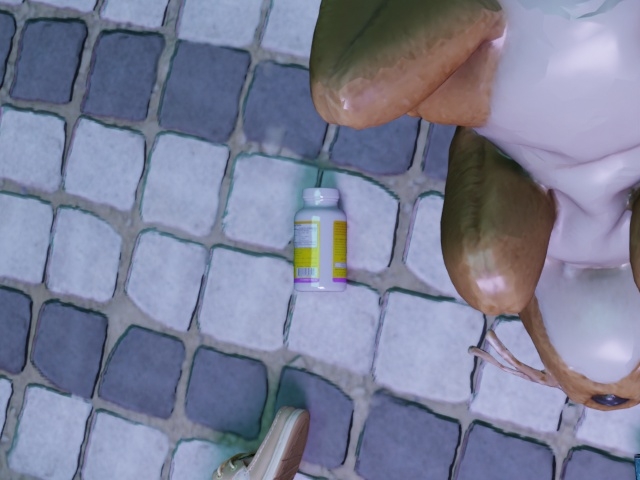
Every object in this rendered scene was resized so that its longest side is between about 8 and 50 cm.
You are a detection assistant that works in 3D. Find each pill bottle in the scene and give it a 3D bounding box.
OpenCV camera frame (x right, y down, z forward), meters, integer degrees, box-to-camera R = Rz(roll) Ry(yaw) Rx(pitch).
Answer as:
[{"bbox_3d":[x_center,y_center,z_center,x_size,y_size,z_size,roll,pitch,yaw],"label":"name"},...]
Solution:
[{"bbox_3d":[0.000,0.000,1.072,0.043,0.043,0.083,0,87,24],"label":"pill bottle"}]

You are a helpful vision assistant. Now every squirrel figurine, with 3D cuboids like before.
[{"bbox_3d":[0.177,-0.095,0.865,0.281,0.370,0.397,-11,48,12],"label":"squirrel figurine"}]

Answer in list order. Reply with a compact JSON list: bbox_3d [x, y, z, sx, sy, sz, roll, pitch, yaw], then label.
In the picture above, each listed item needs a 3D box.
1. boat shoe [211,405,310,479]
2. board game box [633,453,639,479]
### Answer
[{"bbox_3d":[-0.064,0.205,1.080,0.059,0.063,0.170,28,99,17],"label":"boat shoe"},{"bbox_3d":[0.303,0.205,0.894,0.186,0.026,0.126,-9,82,44],"label":"board game box"}]
